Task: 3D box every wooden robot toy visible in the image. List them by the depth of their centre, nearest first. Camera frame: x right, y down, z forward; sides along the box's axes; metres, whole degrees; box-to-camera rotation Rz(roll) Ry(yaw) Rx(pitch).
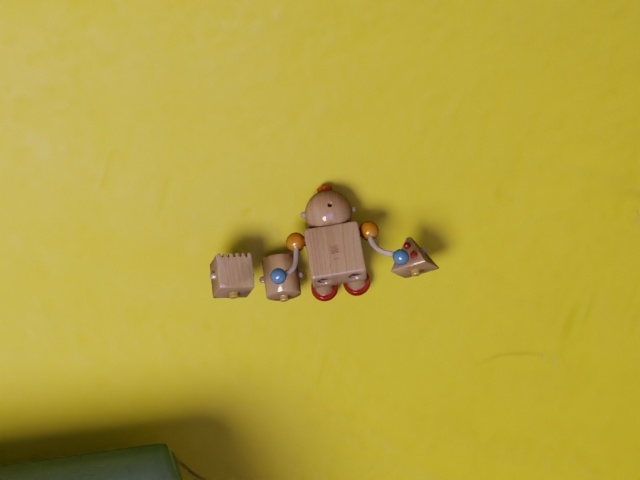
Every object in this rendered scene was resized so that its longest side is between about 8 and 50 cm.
[{"bbox_3d":[0.000,0.000,1.234,0.173,0.076,0.079,-8,72,-2],"label":"wooden robot toy"}]

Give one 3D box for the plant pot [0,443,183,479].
[{"bbox_3d":[-0.244,0.307,1.177,0.334,0.341,0.341,-12,107,-9],"label":"plant pot"}]
